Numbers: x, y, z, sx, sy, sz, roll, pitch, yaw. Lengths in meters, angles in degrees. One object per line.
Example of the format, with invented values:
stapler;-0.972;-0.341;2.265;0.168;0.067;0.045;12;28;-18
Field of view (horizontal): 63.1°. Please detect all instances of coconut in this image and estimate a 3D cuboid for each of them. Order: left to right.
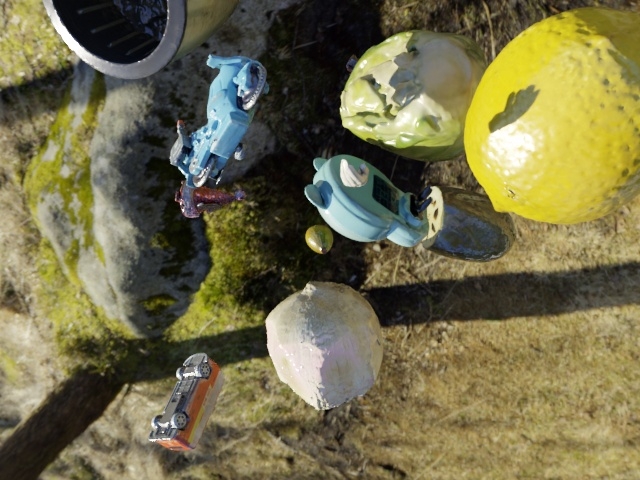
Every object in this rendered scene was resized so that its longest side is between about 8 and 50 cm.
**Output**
coconut;0.013;0.305;1.724;0.405;0.404;0.404;8;124;12

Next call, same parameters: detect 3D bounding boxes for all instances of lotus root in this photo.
lotus root;0.515;-0.047;1.806;0.346;0.250;0.250;14;129;-20

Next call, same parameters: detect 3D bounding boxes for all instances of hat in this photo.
hat;-0.351;-0.133;1.697;0.228;0.128;0.140;-2;149;4

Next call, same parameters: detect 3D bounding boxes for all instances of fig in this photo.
fig;0.000;0.000;1.391;0.074;0.088;0.074;-13;137;-12

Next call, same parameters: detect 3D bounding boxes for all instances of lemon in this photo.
lemon;0.391;-0.189;0.824;0.336;0.336;0.336;8;124;12

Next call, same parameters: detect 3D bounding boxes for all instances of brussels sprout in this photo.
brussels sprout;0.223;-0.316;1.131;0.315;0.371;0.275;10;97;-16

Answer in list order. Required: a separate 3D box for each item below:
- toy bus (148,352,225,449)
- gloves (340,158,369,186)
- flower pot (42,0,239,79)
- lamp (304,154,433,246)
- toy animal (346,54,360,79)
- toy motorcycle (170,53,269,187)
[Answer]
toy bus;-0.239;0.298;0.964;0.079;0.174;0.077;-20;125;37
gloves;0.051;-0.093;0.735;0.044;0.037;0.081;-24;152;21
flower pot;-0.316;-0.497;1.014;0.294;0.330;0.293;9;122;14
lamp;0.106;-0.080;1.128;0.284;0.209;0.147;15;130;-2
toy animal;0.219;-0.422;1.476;0.324;0.195;0.090;43;161;17
toy motorcycle;-0.182;-0.227;0.958;0.124;0.182;0.272;20;124;-34
